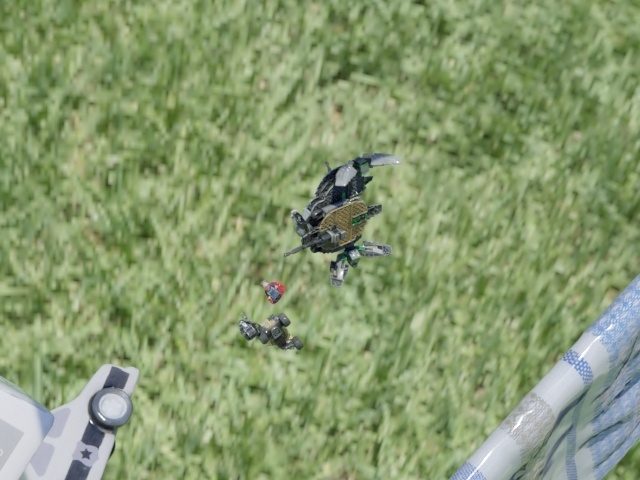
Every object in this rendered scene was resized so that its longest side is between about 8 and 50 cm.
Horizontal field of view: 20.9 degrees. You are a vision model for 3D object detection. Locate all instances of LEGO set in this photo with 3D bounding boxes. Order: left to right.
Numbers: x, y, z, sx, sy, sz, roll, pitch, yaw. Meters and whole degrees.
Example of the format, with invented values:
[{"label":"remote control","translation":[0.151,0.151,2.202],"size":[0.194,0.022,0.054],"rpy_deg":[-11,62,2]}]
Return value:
[{"label":"LEGO set","translation":[-0.002,0.000,0.615],"size":[0.083,0.054,0.023],"rpy_deg":[-44,52,-2]}]

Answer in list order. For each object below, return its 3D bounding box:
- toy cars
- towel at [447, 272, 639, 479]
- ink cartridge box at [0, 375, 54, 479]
[{"label":"toy cars","translation":[-0.257,0.280,1.447],"size":[0.087,0.176,0.393],"rpy_deg":[21,98,-6]},{"label":"towel","translation":[0.147,0.103,0.961],"size":[0.034,0.209,0.285],"rpy_deg":[39,73,22]},{"label":"ink cartridge box","translation":[-0.227,0.144,0.924],"size":[0.056,0.225,0.181],"rpy_deg":[34,82,-19]}]
